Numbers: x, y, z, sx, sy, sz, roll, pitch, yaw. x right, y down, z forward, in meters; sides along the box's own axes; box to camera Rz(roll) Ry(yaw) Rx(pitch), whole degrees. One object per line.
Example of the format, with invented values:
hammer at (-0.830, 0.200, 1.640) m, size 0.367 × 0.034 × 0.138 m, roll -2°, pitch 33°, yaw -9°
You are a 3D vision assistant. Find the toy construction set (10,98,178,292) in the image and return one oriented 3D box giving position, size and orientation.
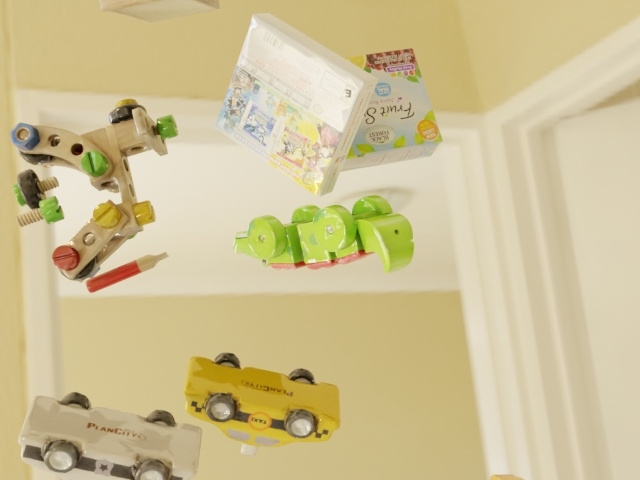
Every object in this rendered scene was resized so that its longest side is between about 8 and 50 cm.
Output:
toy construction set at (-0.300, -0.065, 1.697) m, size 0.237 × 0.257 × 0.309 m, roll -22°, pitch -39°, yaw -1°

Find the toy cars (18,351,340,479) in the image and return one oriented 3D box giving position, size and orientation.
toy cars at (-0.150, 0.218, 1.263) m, size 0.394 × 0.087 × 0.176 m, roll -10°, pitch 35°, yaw -42°

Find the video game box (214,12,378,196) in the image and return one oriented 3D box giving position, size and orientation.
video game box at (-0.038, -0.192, 1.593) m, size 0.048 × 0.205 × 0.187 m, roll -20°, pitch -41°, yaw -55°

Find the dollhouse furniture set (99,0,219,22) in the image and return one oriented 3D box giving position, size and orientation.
dollhouse furniture set at (-0.211, -0.473, 1.434) m, size 0.303 × 0.355 × 0.174 m, roll -8°, pitch 5°, yaw 10°

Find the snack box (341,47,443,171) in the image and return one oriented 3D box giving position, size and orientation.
snack box at (0.072, -0.208, 1.817) m, size 0.207 × 0.174 × 0.070 m, roll -10°, pitch -17°, yaw -16°

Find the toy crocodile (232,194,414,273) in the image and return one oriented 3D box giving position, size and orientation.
toy crocodile at (0.000, 0.000, 1.667) m, size 0.340 × 0.105 × 0.115 m, roll -6°, pitch 7°, yaw 43°

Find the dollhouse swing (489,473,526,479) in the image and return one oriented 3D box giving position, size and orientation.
dollhouse swing at (0.301, 0.463, 1.199) m, size 0.315 × 0.305 × 0.347 m, roll 12°, pitch -47°, yaw 4°
